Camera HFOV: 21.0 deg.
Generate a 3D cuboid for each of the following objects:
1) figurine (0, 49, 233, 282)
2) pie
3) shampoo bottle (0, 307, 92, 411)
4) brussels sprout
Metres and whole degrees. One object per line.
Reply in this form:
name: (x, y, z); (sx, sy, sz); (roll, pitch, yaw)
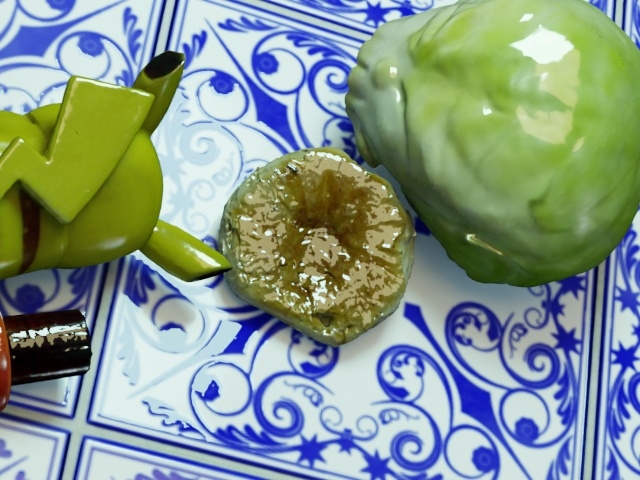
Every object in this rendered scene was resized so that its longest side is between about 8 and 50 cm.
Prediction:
figurine: (-0.252, -0.053, 1.525); (0.327, 0.169, 0.218); (-11, 112, -31)
pie: (0.000, 0.000, 1.656); (0.195, 0.046, 0.195); (1, 83, -11)
shampoo bottle: (-0.333, 0.103, 1.468); (0.278, 0.104, 0.104); (-7, 69, -24)
brussels sprout: (0.192, -0.115, 1.704); (0.274, 0.242, 0.316); (-41, 78, 1)
